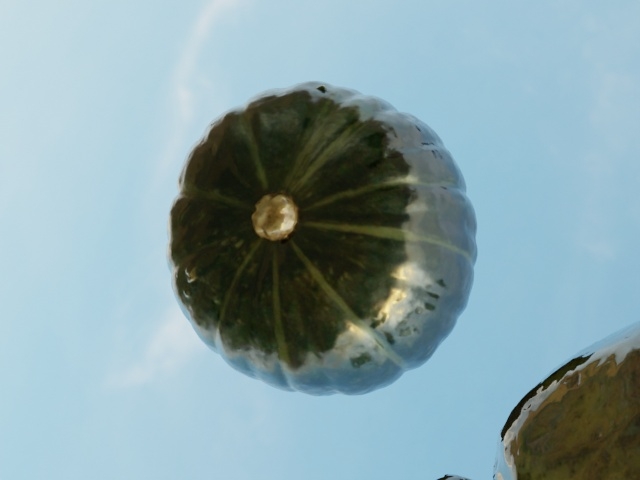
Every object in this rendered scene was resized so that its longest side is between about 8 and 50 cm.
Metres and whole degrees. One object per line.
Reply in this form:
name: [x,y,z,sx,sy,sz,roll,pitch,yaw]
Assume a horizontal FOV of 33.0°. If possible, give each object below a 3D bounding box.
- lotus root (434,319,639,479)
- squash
lotus root: [0.133,0.101,0.371,0.278,0.154,0.154,-31,-132,42]
squash: [0.000,-0.002,0.725,0.218,0.172,0.218,1,-88,27]
